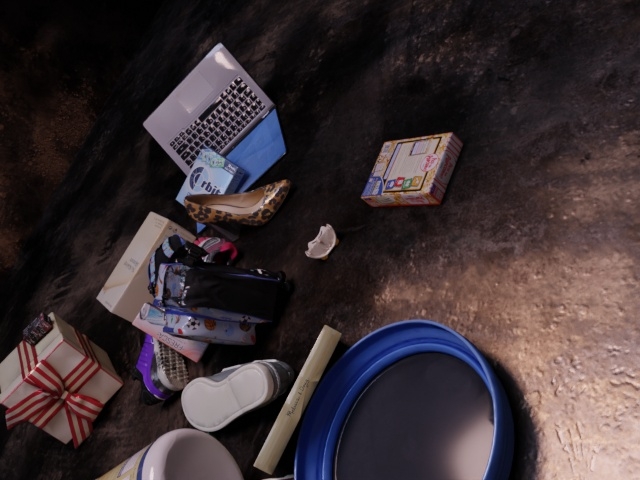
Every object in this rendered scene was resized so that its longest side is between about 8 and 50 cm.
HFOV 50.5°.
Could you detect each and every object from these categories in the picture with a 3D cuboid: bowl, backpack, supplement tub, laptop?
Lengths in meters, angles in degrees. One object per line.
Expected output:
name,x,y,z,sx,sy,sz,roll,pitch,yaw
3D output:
bowl,0.122,0.317,1.062,0.391,0.077,0.391,-31,40,30
backpack,-0.400,0.075,1.869,0.158,0.117,0.173,-48,35,10
backpack,-0.251,0.128,1.543,0.263,0.276,0.213,11,83,57
supplement tub,-0.312,0.508,1.236,0.316,0.228,0.228,-36,38,24
laptop,-0.331,-0.312,2.028,0.382,0.408,0.236,-40,3,20

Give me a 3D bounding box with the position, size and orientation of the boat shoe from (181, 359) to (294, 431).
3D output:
boat shoe,-0.179,0.322,1.430,0.319,0.099,0.116,-30,76,41

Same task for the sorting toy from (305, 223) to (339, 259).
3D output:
sorting toy,0.000,0.000,1.520,0.083,0.045,0.075,-52,27,4

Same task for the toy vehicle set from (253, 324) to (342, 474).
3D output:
toy vehicle set,-0.039,0.286,1.234,0.267,0.035,0.166,-62,-4,-12

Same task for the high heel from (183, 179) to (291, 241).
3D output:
high heel,-0.216,-0.110,1.742,0.261,0.186,0.093,-36,38,25

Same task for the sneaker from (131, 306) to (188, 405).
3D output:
sneaker,-0.425,0.293,1.723,0.146,0.102,0.293,-43,36,18

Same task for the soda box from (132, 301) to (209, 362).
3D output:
soda box,-0.355,0.220,1.630,0.063,0.183,0.058,-59,4,-6

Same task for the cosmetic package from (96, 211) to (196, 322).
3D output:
cosmetic package,-0.517,0.082,2.011,0.160,0.113,0.310,17,74,55

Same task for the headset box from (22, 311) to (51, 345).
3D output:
headset box,-0.770,0.238,1.851,0.083,0.032,0.062,-44,29,-7

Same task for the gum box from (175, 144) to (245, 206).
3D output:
gum box,-0.320,-0.160,1.963,0.157,0.041,0.184,35,100,31

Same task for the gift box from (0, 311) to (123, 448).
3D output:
gift box,-0.724,0.400,1.868,0.276,0.255,0.258,-52,32,-7

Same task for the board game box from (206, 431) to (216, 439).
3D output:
board game box,-0.246,0.530,1.368,0.136,0.030,0.260,-45,35,17

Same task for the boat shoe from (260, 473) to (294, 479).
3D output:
boat shoe,-0.071,0.449,1.209,0.137,0.049,0.043,-23,46,31

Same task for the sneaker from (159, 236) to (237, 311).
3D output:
sneaker,-0.310,0.124,1.719,0.112,0.121,0.299,3,67,39

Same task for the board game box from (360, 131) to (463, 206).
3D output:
board game box,0.187,-0.144,1.409,0.193,0.045,0.147,2,62,51
